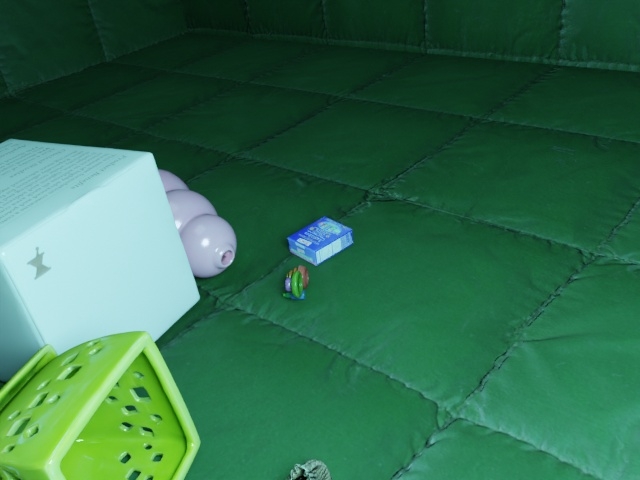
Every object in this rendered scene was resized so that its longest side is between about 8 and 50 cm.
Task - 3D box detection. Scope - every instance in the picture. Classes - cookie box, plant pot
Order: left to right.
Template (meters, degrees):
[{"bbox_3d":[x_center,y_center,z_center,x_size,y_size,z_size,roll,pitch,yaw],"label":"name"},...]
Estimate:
[{"bbox_3d":[-0.321,0.270,0.835,0.207,0.227,0.228,-3,32,22],"label":"plant pot"},{"bbox_3d":[0.000,0.000,1.348,0.107,0.040,0.091,-30,37,-30],"label":"cookie box"}]

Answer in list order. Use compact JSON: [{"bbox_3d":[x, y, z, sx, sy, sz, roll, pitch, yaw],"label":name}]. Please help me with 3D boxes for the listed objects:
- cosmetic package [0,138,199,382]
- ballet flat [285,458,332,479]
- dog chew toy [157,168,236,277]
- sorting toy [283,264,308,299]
[{"bbox_3d":[-0.502,0.038,1.153,0.393,0.328,0.329,10,37,30],"label":"cosmetic package"},{"bbox_3d":[-0.063,0.360,0.766,0.084,0.058,0.250,12,37,32],"label":"ballet flat"},{"bbox_3d":[-0.308,-0.025,1.338,0.331,0.207,0.206,26,45,32],"label":"dog chew toy"},{"bbox_3d":[-0.052,0.082,1.212,0.042,0.061,0.102,-2,9,13],"label":"sorting toy"}]
